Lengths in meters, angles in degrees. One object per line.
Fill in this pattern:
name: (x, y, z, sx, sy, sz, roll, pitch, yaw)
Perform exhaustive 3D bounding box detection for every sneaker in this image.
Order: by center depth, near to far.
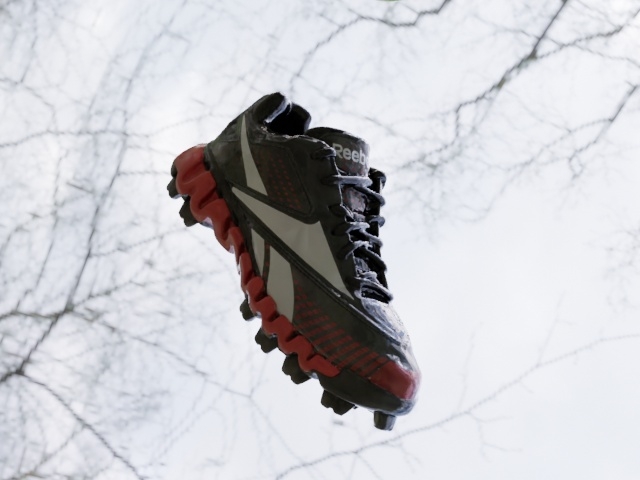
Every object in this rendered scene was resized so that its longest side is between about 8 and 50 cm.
sneaker: (0.000, 0.000, 0.821, 0.135, 0.097, 0.276, -46, -125, 16)
